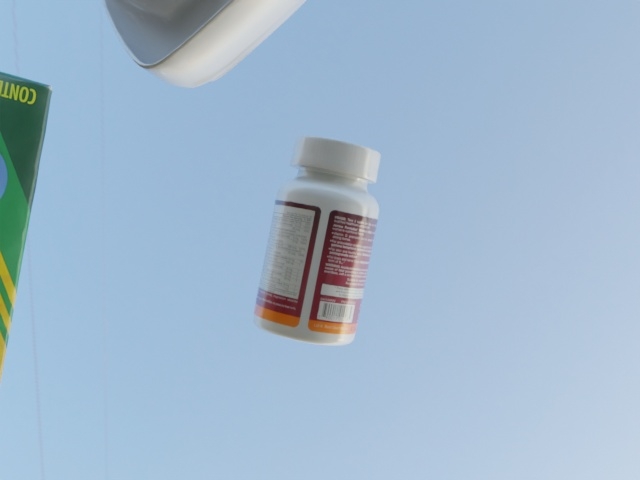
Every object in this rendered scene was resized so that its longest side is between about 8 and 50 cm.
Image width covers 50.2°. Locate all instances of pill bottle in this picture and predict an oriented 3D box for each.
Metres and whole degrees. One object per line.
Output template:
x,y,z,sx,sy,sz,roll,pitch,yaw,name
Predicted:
0.000,0.000,0.781,0.121,0.121,0.221,11,-89,10,pill bottle

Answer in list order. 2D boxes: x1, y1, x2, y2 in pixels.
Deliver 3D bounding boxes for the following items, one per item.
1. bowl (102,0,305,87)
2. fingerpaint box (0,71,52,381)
-0.067,-0.169,0.447,0.142,0.142,0.053,-41,-40,8,bowl
-0.458,0.019,0.479,0.444,0.163,0.372,13,-101,-31,fingerpaint box
